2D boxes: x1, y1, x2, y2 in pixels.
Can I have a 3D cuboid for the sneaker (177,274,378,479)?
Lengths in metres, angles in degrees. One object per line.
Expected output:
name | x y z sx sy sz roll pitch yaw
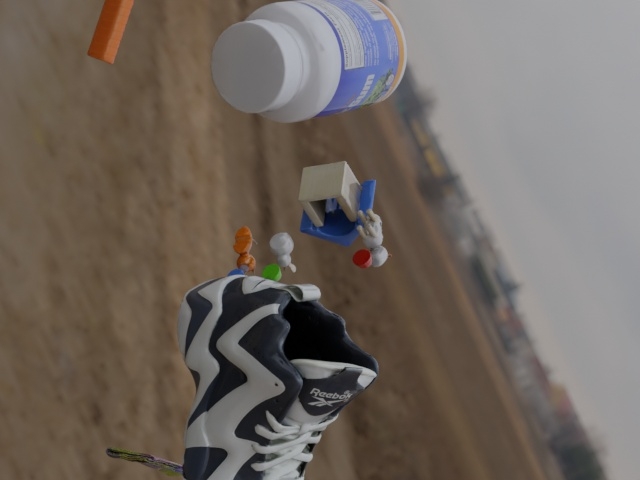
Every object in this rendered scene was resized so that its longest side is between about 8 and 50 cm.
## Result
sneaker | -0.022 0.137 1.355 0.094 0.153 0.235 4 79 -41

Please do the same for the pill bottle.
pill bottle | -0.017 -0.228 2.317 0.272 0.152 0.152 -18 82 -56

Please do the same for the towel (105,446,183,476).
towel | -0.140 0.194 1.583 0.083 0.060 0.009 27 72 -46

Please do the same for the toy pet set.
toy pet set | 0.000 0.000 1.470 0.065 0.122 0.114 58 32 -47

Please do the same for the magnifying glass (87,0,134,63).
magnifying glass | -0.184 -0.290 1.845 0.092 0.231 0.026 21 3 24
